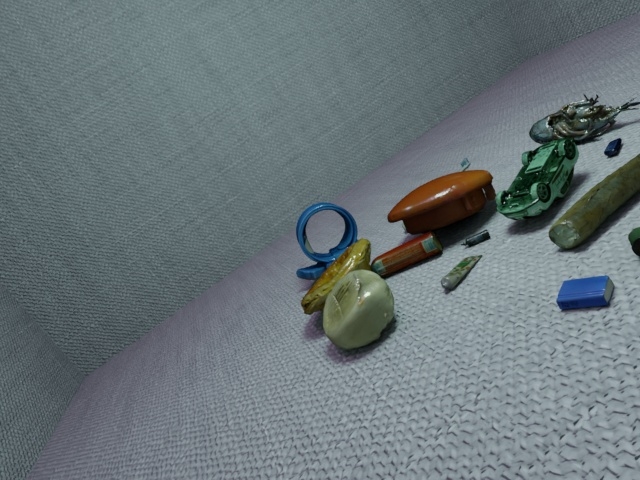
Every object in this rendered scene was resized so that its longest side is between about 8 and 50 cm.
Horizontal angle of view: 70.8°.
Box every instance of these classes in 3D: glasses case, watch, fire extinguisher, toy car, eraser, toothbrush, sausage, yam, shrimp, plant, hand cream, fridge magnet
[{"bbox_3d":[0.847,-0.267,1.301,0.083,0.023,0.033,-42,10,-36],"label":"glasses case"},{"bbox_3d":[0.000,0.000,1.818,0.305,0.275,0.241,-30,13,-5],"label":"watch"},{"bbox_3d":[0.450,-0.003,1.308,0.083,0.025,0.038,-28,-23,23],"label":"fire extinguisher"},{"bbox_3d":[0.614,-0.158,1.251,0.306,0.125,0.136,-53,18,-23],"label":"toy car"},{"bbox_3d":[0.493,0.097,0.840,0.084,0.027,0.063,-18,19,49],"label":"eraser"},{"bbox_3d":[0.552,-0.264,1.914,0.040,0.040,0.386,-18,16,49],"label":"toothbrush"},{"bbox_3d":[0.260,0.052,1.448,0.263,0.083,0.083,-27,15,30],"label":"sausage"},{"bbox_3d":[0.678,-0.111,1.041,0.371,0.083,0.083,-36,13,-13],"label":"yam"},{"bbox_3d":[0.852,-0.376,1.491,0.372,0.137,0.172,165,122,-73],"label":"shrimp"},{"bbox_3d":[0.603,0.015,0.824,0.051,0.051,0.102,-27,20,26],"label":"plant"},{"bbox_3d":[0.371,0.080,1.199,0.165,0.037,0.057,-36,12,-35],"label":"hand cream"},{"bbox_3d":[0.397,-0.128,1.498,0.363,0.155,0.363,-23,2,1],"label":"fridge magnet"}]

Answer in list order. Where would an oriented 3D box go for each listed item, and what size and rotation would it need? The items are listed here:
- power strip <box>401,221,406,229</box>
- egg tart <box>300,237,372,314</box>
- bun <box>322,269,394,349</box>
[{"bbox_3d":[0.366,-0.109,1.761,0.047,0.030,0.191,-3,48,45],"label":"power strip"},{"bbox_3d":[0.072,0.136,1.448,0.319,0.128,0.319,-46,3,3],"label":"egg tart"},{"bbox_3d":[0.110,0.186,1.215,0.229,0.145,0.230,-49,29,39],"label":"bun"}]
